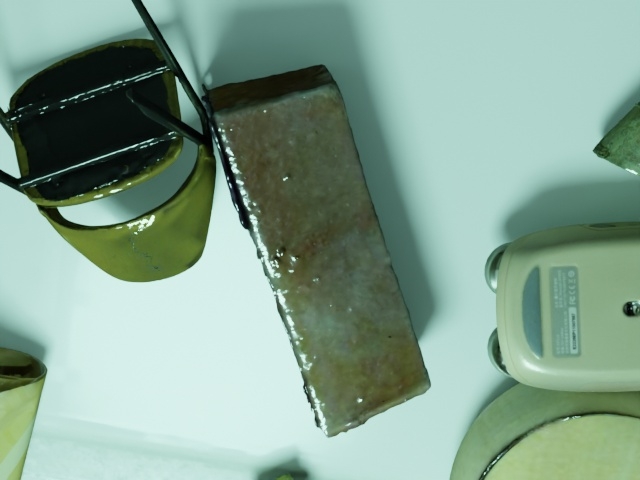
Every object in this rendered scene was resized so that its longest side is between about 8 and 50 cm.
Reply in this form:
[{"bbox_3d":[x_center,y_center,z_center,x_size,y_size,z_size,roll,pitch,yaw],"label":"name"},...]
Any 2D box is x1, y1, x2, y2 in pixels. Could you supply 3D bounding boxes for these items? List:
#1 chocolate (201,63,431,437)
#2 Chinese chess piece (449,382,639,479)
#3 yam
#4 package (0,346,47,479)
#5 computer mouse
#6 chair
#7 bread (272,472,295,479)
[{"bbox_3d":[0.000,0.000,1.426,0.112,0.112,0.321,-19,111,1],"label":"chocolate"},{"bbox_3d":[0.239,0.236,1.519,0.250,0.103,0.250,0,112,1],"label":"Chinese chess piece"},{"bbox_3d":[0.296,-0.104,1.388,0.070,0.070,0.146,39,111,-14],"label":"yam"},{"bbox_3d":[-0.401,0.232,1.532,0.165,0.221,0.311,34,119,31],"label":"package"},{"bbox_3d":[0.259,0.056,1.438,0.236,0.082,0.145,-4,92,2],"label":"computer mouse"},{"bbox_3d":[-0.183,-0.086,1.370,0.159,0.172,0.247,-19,155,9],"label":"chair"},{"bbox_3d":[0.024,0.308,1.586,0.088,0.049,0.226,-28,109,13],"label":"bread"}]
